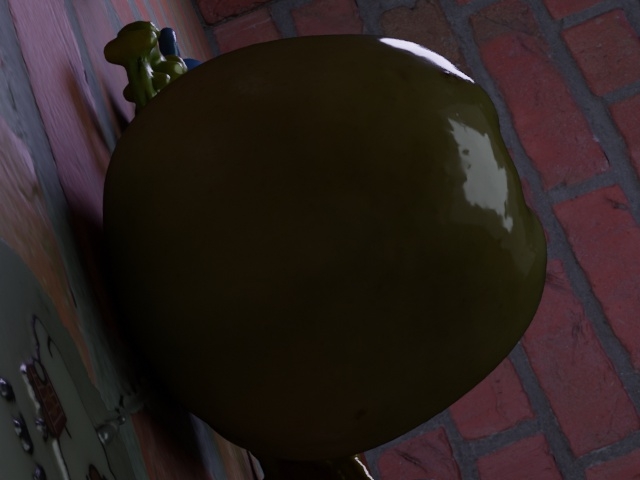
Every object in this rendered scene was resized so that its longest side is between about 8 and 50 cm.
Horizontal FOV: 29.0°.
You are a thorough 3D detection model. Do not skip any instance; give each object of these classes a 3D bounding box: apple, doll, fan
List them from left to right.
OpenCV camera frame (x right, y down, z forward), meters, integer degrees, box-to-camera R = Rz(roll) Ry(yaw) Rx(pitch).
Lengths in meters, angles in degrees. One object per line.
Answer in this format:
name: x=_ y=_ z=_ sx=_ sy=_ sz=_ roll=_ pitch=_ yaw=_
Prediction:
fan: x=-0.090 y=0.079 z=0.524 sx=0.329 sy=0.009 sz=0.190 roll=48 pitch=20 yaw=-89
doll: x=-0.080 y=-0.028 z=1.005 sx=0.346 sy=0.099 sz=0.341 roll=82 pitch=-13 yaw=-77
apple: x=0.000 y=0.000 z=0.731 sx=0.262 sy=0.262 sz=0.262 roll=-21 pitch=90 yaw=-90

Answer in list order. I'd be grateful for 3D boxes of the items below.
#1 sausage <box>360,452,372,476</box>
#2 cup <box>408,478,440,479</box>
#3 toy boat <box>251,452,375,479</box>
sausage: x=0.015 y=0.245 z=1.295 sx=0.076 sy=0.076 sz=0.141 roll=66 pitch=1 yaw=-80
cup: x=0.114 y=0.390 z=1.417 sx=0.199 sy=0.199 sz=0.150 roll=69 pitch=18 yaw=-1
toy boat: x=0.015 y=0.236 z=0.860 sx=0.318 sy=0.099 sz=0.141 roll=-111 pitch=-140 yaw=-61
